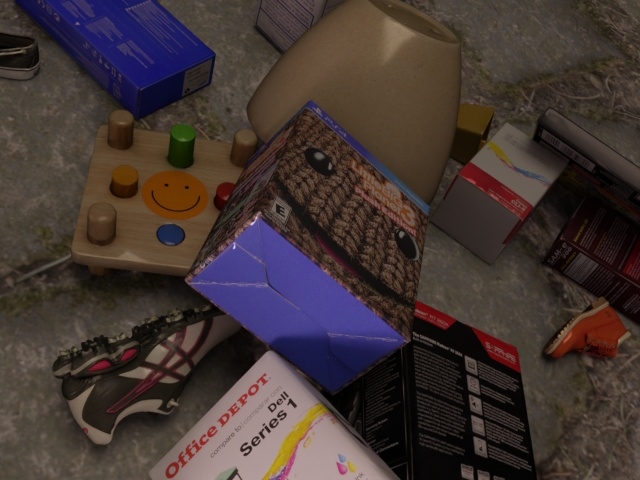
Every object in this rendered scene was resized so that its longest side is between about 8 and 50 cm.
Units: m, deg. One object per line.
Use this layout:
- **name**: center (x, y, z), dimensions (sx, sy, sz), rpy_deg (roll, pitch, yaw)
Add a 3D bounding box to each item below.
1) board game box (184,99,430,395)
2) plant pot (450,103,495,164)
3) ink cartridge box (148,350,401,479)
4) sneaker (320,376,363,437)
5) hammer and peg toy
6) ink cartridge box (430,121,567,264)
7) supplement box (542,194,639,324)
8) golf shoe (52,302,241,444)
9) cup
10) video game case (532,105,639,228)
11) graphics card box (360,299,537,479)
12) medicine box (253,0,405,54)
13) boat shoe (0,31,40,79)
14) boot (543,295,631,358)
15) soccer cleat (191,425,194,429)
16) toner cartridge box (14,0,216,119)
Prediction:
- **board game box**: center (0.000, 0.000, 1.020), dimensions (0.232, 0.141, 0.291), rpy_deg (40, 33, -16)
- **plant pot**: center (0.252, -0.194, 1.436), dimensions (0.083, 0.081, 0.081), rpy_deg (20, 50, 14)
- **ink cartridge box**: center (-0.029, 0.282, 0.855), dimensions (0.201, 0.117, 0.278), rpy_deg (-45, 45, -5)
- **sneaker**: center (0.044, 0.272, 1.028), dimensions (0.106, 0.101, 0.267), rpy_deg (33, 44, -23)
- **hammer and peg toy**: center (-0.154, -0.046, 1.163), dimensions (0.361, 0.127, 0.266), rpy_deg (8, 49, -10)
- **ink cartridge box**: center (0.293, -0.080, 1.326), dimensions (0.127, 0.128, 0.176), rpy_deg (37, 53, 12)
- **supplement box**: center (0.502, 0.044, 1.330), dimensions (0.239, 0.073, 0.130), rpy_deg (35, 52, 10)
- **golf shoe**: center (-0.204, 0.156, 1.038), dimensions (0.273, 0.105, 0.120), rpy_deg (-20, 95, -40)
- **cup**: center (0.085, -0.236, 1.241), dimensions (0.331, 0.237, 0.331), rpy_deg (22, 28, -13)
- **video game case**: center (0.467, -0.097, 1.334), dimensions (0.275, 0.248, 0.035), rpy_deg (38, 89, 13)
- **graphics card box**: center (0.162, 0.272, 0.994), dimensions (0.233, 0.094, 0.371), rpy_deg (26, 45, -31)
- **medicine box**: center (0.043, -0.495, 1.463), dimensions (0.263, 0.289, 0.149), rpy_deg (-31, 70, -33)
- **boat shoe**: center (-0.561, -0.311, 1.287), dimensions (0.219, 0.070, 0.077), rpy_deg (2, 53, -15)
- **boot**: center (0.410, 0.151, 1.234), dimensions (0.158, 0.059, 0.084), rpy_deg (-25, 69, -32)
- **soccer cleat**: center (-0.123, 0.250, 1.014), dimensions (0.083, 0.035, 0.029), rpy_deg (27, 51, 5)
- **toner cartridge box**: center (-0.356, -0.367, 1.386), dimensions (0.348, 0.075, 0.165), rpy_deg (44, 53, 17)
